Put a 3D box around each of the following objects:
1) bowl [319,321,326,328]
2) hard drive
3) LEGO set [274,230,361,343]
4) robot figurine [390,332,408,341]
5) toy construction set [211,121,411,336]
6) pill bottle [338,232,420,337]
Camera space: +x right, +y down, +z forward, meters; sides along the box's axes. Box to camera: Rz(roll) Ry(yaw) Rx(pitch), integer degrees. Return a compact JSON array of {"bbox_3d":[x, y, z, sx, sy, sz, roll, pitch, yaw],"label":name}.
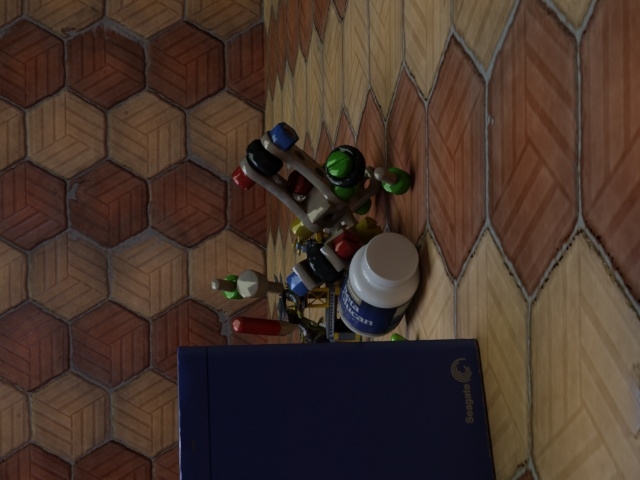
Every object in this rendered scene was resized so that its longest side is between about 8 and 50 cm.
[{"bbox_3d":[0.008,0.237,2.067,0.142,0.053,0.142,99,168,-57],"label":"bowl"},{"bbox_3d":[0.015,0.209,1.101,0.040,0.319,0.210,109,158,-67],"label":"hard drive"},{"bbox_3d":[-0.036,0.144,1.811,0.255,0.192,0.331,-97,8,-56],"label":"LEGO set"},{"bbox_3d":[0.097,0.176,1.407,0.101,0.067,0.115,-64,3,-12],"label":"robot figurine"},{"bbox_3d":[0.000,0.000,1.574,0.257,0.237,0.309,33,100,33],"label":"toy construction set"},{"bbox_3d":[0.079,0.057,1.418,0.169,0.094,0.094,105,162,-62],"label":"pill bottle"}]
